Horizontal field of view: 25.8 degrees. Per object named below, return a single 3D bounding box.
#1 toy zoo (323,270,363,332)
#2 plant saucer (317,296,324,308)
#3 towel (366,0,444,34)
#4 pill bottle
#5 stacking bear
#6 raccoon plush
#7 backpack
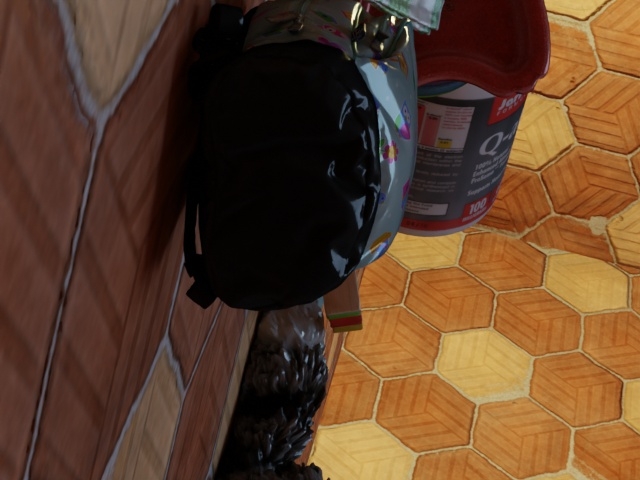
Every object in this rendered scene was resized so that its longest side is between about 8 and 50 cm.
[{"bbox_3d":[0.011,-0.019,1.235,0.293,0.030,0.192,73,10,-82],"label":"toy zoo"},{"bbox_3d":[0.000,0.000,1.571,0.195,0.037,0.195,15,90,-87],"label":"plant saucer"},{"bbox_3d":[0.052,-0.230,1.052,0.152,0.023,0.113,17,86,-50],"label":"towel"},{"bbox_3d":[0.144,-0.192,1.661,0.363,0.210,0.210,100,6,-49],"label":"pill bottle"},{"bbox_3d":[0.084,-0.196,1.260,0.289,0.175,0.164,-173,-100,-85],"label":"stacking bear"},{"bbox_3d":[0.037,0.297,1.264,0.216,0.299,0.446,-47,151,-81],"label":"raccoon plush"},{"bbox_3d":[-0.006,-0.057,0.727,0.182,0.115,0.152,-74,174,-65],"label":"backpack"}]
